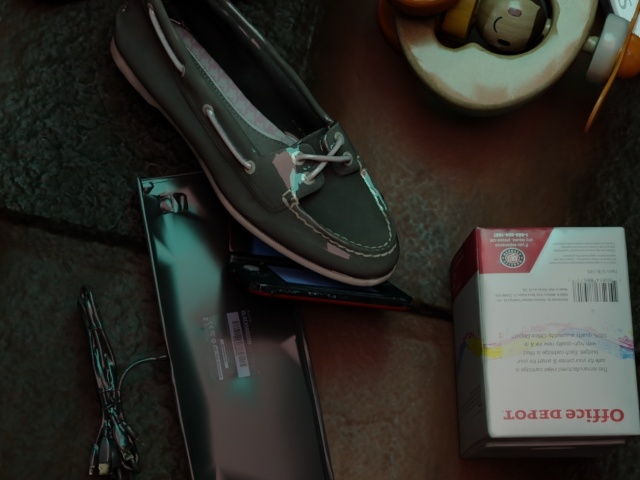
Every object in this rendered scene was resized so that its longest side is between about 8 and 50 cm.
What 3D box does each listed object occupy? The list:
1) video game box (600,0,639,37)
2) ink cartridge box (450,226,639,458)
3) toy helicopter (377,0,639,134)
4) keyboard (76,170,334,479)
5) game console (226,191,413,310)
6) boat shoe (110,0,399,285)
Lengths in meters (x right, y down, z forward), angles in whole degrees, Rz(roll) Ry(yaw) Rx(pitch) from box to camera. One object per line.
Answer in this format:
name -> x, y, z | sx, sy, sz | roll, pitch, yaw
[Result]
video game box -> 0.345, -0.267, 1.697 | 0.205, 0.048, 0.187 | -17, 79, -2
ink cartridge box -> 0.182, 0.088, 1.550 | 0.128, 0.127, 0.176 | 1, 74, -7
toy helicopter -> 0.226, -0.241, 1.609 | 0.355, 0.140, 0.235 | -42, 76, -7
keyboard -> -0.109, 0.096, 1.565 | 0.201, 0.033, 0.317 | -7, 75, -16
game console -> 0.000, 0.000, 1.563 | 0.144, 0.124, 0.085 | 6, 100, -19
boat shoe -> -0.052, -0.101, 1.551 | 0.112, 0.095, 0.335 | -28, 65, -40
